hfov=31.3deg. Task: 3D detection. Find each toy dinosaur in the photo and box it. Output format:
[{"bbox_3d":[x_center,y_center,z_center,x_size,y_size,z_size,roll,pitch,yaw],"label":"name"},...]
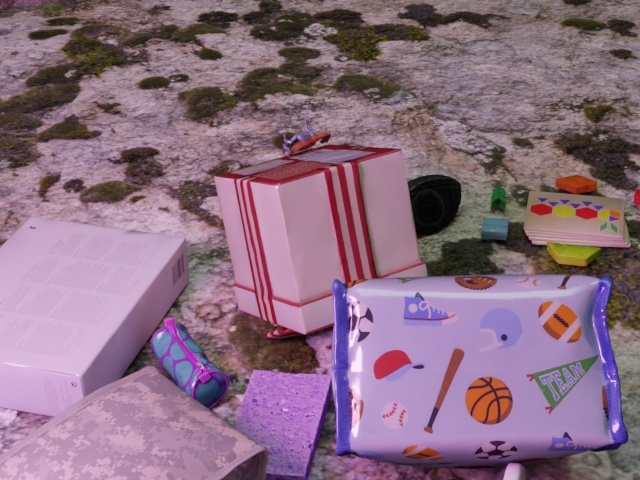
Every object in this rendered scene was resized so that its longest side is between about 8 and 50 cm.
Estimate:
[{"bbox_3d":[-0.020,-0.154,1.820,0.082,0.047,0.090,-5,44,-11],"label":"toy dinosaur"}]

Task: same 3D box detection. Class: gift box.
[{"bbox_3d":[0.000,0.000,1.759,0.255,0.258,0.276,-16,13,-22],"label":"gift box"}]

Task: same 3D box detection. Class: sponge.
[{"bbox_3d":[-0.058,0.252,1.555,0.117,0.031,0.210,4,33,9],"label":"sponge"}]

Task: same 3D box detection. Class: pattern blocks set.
[{"bbox_3d":[0.450,-0.036,1.998,0.324,0.026,0.285,10,34,19],"label":"pattern blocks set"}]

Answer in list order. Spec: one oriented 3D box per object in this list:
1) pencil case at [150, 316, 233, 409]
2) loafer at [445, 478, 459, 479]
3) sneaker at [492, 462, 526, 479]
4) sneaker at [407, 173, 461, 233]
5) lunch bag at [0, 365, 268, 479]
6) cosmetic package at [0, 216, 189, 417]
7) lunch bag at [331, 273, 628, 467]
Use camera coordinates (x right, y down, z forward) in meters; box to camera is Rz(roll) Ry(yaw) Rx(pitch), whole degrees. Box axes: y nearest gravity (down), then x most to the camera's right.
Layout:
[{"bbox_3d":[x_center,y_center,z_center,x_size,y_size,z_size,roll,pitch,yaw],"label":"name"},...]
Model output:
[{"bbox_3d":[-0.188,0.177,1.646,0.064,0.070,0.151,-19,35,-25],"label":"pencil case"},{"bbox_3d":[0.225,0.382,1.309,0.096,0.084,0.267,12,19,-46],"label":"loafer"},{"bbox_3d":[0.120,0.359,1.224,0.146,0.104,0.296,13,66,26],"label":"sneaker"},{"bbox_3d":[0.114,-0.062,1.991,0.286,0.109,0.130,-15,28,-24],"label":"sneaker"},{"bbox_3d":[-0.239,0.308,1.347,0.287,0.169,0.235,-24,38,-38],"label":"lunch bag"},{"bbox_3d":[-0.402,0.106,1.746,0.284,0.098,0.377,9,33,14],"label":"cosmetic package"},{"bbox_3d":[0.173,0.164,1.416,0.327,0.385,0.239,0,75,3],"label":"lunch bag"}]
